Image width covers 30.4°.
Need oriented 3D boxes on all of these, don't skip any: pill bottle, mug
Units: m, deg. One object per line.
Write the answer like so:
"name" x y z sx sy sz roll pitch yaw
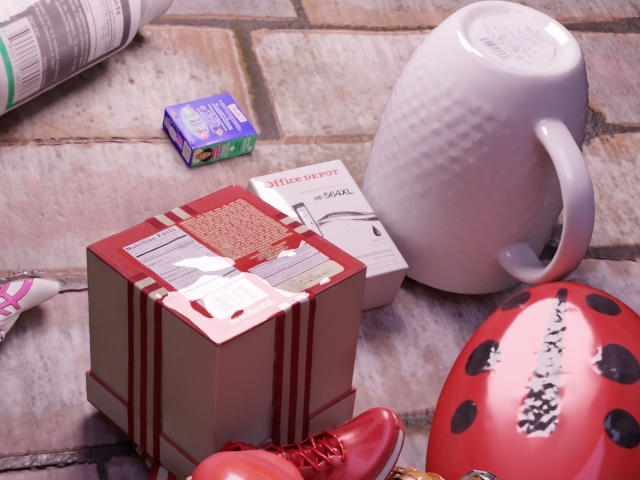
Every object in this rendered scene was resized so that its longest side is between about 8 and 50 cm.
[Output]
"pill bottle" -0.387 -0.328 1.658 0.204 0.204 0.361 37 49 16
"mug" 0.235 -0.105 1.548 0.276 0.328 0.374 -10 47 -25

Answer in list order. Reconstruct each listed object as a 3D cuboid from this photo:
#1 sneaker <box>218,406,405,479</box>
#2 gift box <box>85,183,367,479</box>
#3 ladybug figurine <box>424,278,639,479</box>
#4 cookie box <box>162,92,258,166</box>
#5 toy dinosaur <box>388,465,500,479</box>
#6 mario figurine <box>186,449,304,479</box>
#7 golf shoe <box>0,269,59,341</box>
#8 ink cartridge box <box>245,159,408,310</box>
"sneaker" -0.019 0.229 1.199 0.221 0.128 0.087 -43 36 -12
"gift box" -0.103 0.132 1.297 0.255 0.258 0.276 -22 44 -34
"ladybug figurine" 0.265 0.213 1.350 0.305 0.162 0.449 -2 49 19
"cookie box" -0.159 -0.160 1.692 0.107 0.040 0.092 -17 56 -29
"toy dinosaur" 0.098 0.320 1.225 0.164 0.322 0.218 41 81 -17
"mario figurine" -0.105 0.323 1.087 0.198 0.320 0.170 -6 51 -21
"golf shoe" -0.391 0.090 1.390 0.186 0.067 0.086 -19 84 -31
"ink cartridge box" 0.000 0.000 1.570 0.148 0.086 0.203 -14 56 -27
